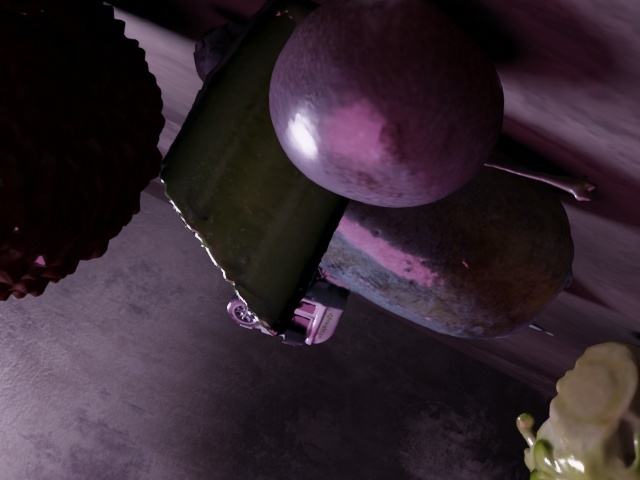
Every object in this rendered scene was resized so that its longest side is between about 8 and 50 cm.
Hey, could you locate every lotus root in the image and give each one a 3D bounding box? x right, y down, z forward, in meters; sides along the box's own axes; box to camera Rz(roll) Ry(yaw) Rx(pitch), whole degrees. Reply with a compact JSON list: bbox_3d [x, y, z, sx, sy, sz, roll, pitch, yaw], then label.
[{"bbox_3d":[0.034,-0.037,0.866,0.322,0.140,0.158,29,174,-9],"label":"lotus root"}]

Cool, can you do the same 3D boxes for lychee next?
[{"bbox_3d":[-0.275,-0.092,0.908,0.306,0.306,0.330,29,135,-29],"label":"lychee"}]

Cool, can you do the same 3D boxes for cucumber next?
[{"bbox_3d":[-0.031,-0.051,0.749,0.115,0.193,0.086,25,-177,5],"label":"cucumber"}]

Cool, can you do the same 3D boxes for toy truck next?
[{"bbox_3d":[0.000,0.000,1.040,0.116,0.110,0.216,21,133,0],"label":"toy truck"}]

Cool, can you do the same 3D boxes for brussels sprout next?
[{"bbox_3d":[0.431,0.282,1.449,0.371,0.276,0.315,41,179,-44],"label":"brussels sprout"}]

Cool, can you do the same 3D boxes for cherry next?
[{"bbox_3d":[0.065,-0.073,0.632,0.188,0.115,0.148,17,134,10],"label":"cherry"}]

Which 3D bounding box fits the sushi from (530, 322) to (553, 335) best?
[{"bbox_3d":[0.094,-0.005,1.295,0.292,0.059,0.294,22,173,37],"label":"sushi"}]
